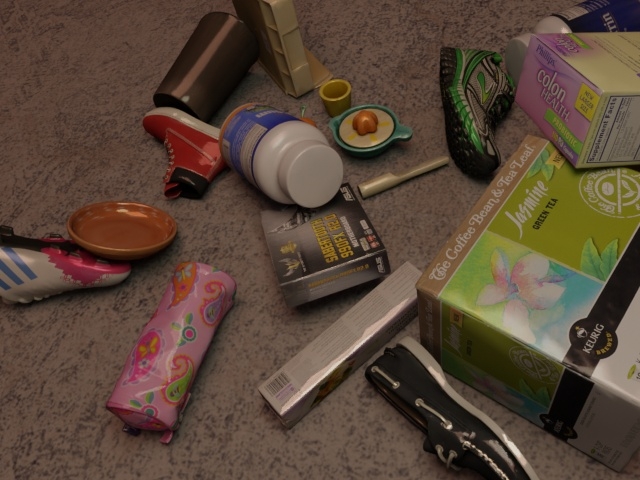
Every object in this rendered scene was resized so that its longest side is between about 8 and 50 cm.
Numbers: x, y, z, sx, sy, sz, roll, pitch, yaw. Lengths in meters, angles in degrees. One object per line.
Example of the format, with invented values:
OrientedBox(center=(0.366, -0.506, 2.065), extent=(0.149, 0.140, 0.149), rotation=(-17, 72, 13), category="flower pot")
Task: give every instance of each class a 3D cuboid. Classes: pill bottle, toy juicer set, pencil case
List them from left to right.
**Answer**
OrientedBox(center=(-0.237, 0.174, 0.999), extent=(0.124, 0.124, 0.284), rotation=(9, 57, 18), category="pencil case")
OrientedBox(center=(-0.073, -0.157, 1.136), extent=(0.152, 0.152, 0.272), rotation=(-36, 36, -14), category="pill bottle")
OrientedBox(center=(0.066, -0.199, 1.222), extent=(0.209, 0.089, 0.329), rotation=(-39, 56, -17), category="toy juicer set")
OrientedBox(center=(0.518, -0.391, 1.227), extent=(0.264, 0.153, 0.153), rotation=(-23, 53, -4), category="pill bottle")

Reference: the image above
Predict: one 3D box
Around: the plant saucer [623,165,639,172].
OrientedBox(center=(0.638, -0.175, 1.087), extent=(0.332, 0.081, 0.333), rotation=(-7, 52, 7), category="plant saucer")

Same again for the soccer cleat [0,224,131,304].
OrientedBox(center=(-0.526, 0.061, 1.160), extent=(0.331, 0.143, 0.116), rotation=(11, 17, -2), category="soccer cleat")

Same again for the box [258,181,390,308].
OrientedBox(center=(0.000, 0.000, 1.073), extent=(0.183, 0.056, 0.231), rotation=(-18, 36, -2), category="box")

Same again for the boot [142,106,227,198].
OrientedBox(center=(-0.316, -0.181, 1.297), extent=(0.244, 0.088, 0.176), rotation=(24, 64, 22), category="boot")

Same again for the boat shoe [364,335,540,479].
OrientedBox(center=(0.177, 0.262, 0.850), extent=(0.091, 0.114, 0.302), rotation=(-33, 42, -13), category="boat shoe")

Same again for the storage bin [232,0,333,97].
OrientedBox(center=(-0.096, -0.498, 1.369), extent=(0.123, 0.262, 0.260), rotation=(-30, 54, -9), category="storage bin")

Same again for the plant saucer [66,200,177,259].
OrientedBox(center=(-0.376, -0.017, 1.167), extent=(0.199, 0.037, 0.200), rotation=(9, 28, -5), category="plant saucer")

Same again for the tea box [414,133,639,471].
OrientedBox(center=(0.357, 0.073, 0.875), extent=(0.323, 0.220, 0.329), rotation=(27, 63, 28), category="tea box")

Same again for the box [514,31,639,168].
OrientedBox(center=(0.453, -0.214, 0.903), extent=(0.242, 0.117, 0.214), rotation=(-3, 39, -9), category="box")

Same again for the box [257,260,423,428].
OrientedBox(center=(0.047, 0.162, 0.974), extent=(0.324, 0.063, 0.067), rotation=(-39, 57, -17), category="box")

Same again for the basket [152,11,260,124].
OrientedBox(center=(-0.264, -0.370, 1.381), extent=(0.204, 0.154, 0.227), rotation=(-12, 45, 59), category="basket")

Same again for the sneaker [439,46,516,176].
OrientedBox(center=(0.314, -0.269, 1.192), extent=(0.146, 0.134, 0.344), rotation=(-3, 53, 9), category="sneaker")
